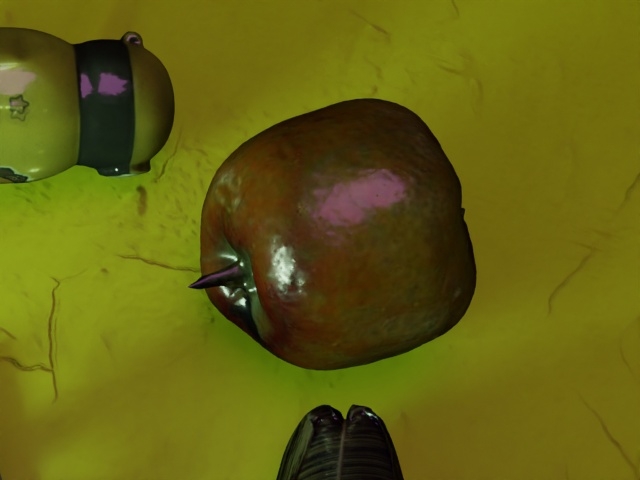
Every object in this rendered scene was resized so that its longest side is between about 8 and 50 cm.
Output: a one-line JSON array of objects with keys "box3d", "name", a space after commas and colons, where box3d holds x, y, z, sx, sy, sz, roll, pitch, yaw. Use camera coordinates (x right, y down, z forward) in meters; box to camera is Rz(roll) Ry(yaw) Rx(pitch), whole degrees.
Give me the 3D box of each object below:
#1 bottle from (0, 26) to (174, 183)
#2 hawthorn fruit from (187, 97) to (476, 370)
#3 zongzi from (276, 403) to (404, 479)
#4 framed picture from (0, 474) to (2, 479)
[{"box3d": [-0.329, -0.141, 1.413, 0.351, 0.171, 0.171, -2, 57, -16], "name": "bottle"}, {"box3d": [0.000, 0.000, 1.356, 0.301, 0.267, 0.267, -13, 61, -19], "name": "hawthorn fruit"}, {"box3d": [-0.061, 0.304, 1.204, 0.318, 0.154, 0.289, -8, 51, -10], "name": "zongzi"}, {"box3d": [-0.402, 0.270, 1.207, 0.247, 0.022, 0.335, -11, 59, -21], "name": "framed picture"}]
